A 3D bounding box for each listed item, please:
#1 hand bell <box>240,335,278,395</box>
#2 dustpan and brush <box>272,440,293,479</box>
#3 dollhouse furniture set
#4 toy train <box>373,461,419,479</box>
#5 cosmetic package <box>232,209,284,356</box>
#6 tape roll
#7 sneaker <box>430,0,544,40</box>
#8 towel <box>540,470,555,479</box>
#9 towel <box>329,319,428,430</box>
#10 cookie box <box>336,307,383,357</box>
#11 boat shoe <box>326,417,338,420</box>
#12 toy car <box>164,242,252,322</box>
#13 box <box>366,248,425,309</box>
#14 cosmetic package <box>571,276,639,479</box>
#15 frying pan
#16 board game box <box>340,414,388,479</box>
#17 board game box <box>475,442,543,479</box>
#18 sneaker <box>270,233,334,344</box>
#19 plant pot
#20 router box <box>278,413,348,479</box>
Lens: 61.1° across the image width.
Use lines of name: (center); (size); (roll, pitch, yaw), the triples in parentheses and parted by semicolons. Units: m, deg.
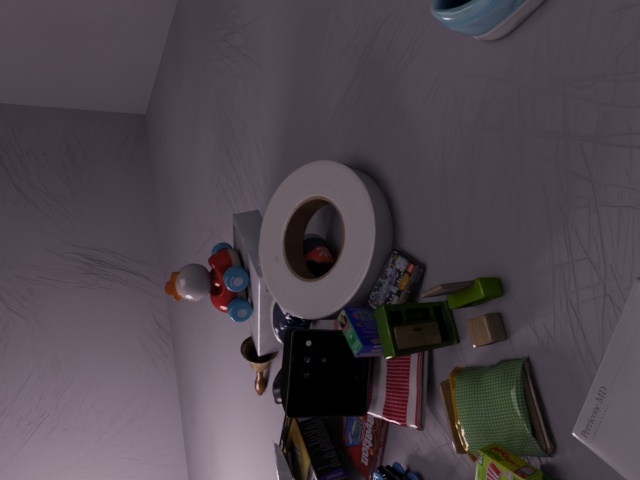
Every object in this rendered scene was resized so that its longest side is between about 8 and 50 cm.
hand bell: (-0.205, 0.448, 1.852); (0.126, 0.126, 0.241); (-125, 29, -46)
dustpan and brush: (-0.081, 0.642, 1.443); (0.147, 0.061, 0.211); (96, 164, -65)
dollhouse furniture set: (0.235, 0.233, 0.932); (0.197, 0.152, 0.301); (-39, 58, 56)
toy train: (0.178, 0.549, 1.143); (0.184, 0.080, 0.105); (13, 112, 59)
cosmetic package: (-0.195, 0.137, 1.710); (0.377, 0.098, 0.284); (97, 152, -43)
tape roll: (0.000, 0.000, 1.313); (0.392, 0.072, 0.391); (-9, 78, 43)
sneaker: (0.297, -0.433, 0.777); (0.366, 0.150, 0.135); (-49, 50, 52)
towel: (0.388, 0.535, 0.791); (0.248, 0.038, 0.324); (9, 101, 63)
towel: (0.120, 0.276, 1.226); (0.329, 0.037, 0.236); (-7, 78, 59)
cookie box: (0.098, 0.194, 1.155); (0.040, 0.092, 0.107); (-65, 36, 32)
boat shoe: (0.013, 0.416, 1.470); (0.049, 0.056, 0.152); (108, 149, -59)
toy car: (-0.355, 0.141, 1.660); (0.219, 0.238, 0.210); (-132, 35, -58)
box: (0.159, 0.096, 1.155); (0.094, 0.027, 0.136); (39, 108, 55)
cosmetic package: (0.433, 0.181, 0.577); (0.225, 0.138, 0.223); (42, 128, 55)
frying pan: (-0.062, 0.344, 1.548); (0.197, 0.053, 0.326); (-42, 12, 13)
board game box: (0.111, 0.425, 1.308); (0.145, 0.027, 0.281); (31, 119, 56)
board game box: (0.293, 0.432, 0.868); (0.092, 0.043, 0.181); (20, 111, 54)
sneaker: (-0.045, 0.162, 1.471); (0.148, 0.131, 0.349); (-128, 45, -54)
plant pot: (-0.004, 0.286, 1.237); (0.167, 0.188, 0.187); (178, 97, -71)
router box: (-0.030, 0.603, 1.472); (0.308, 0.081, 0.242); (100, 151, -43)
